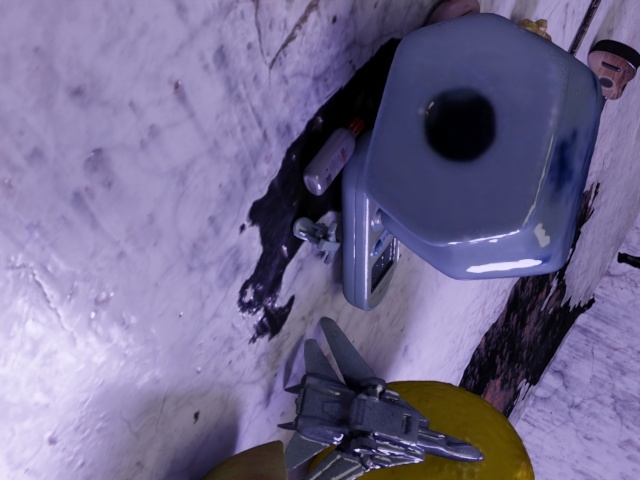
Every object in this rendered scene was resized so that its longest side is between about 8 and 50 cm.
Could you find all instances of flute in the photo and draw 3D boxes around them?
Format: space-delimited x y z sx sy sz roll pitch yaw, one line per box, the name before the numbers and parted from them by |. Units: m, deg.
flute | 0.403 -0.318 1.420 0.014 0.014 0.269 6 110 -65

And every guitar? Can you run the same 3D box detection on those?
guitar | 0.495 -0.250 1.623 0.038 0.084 0.271 -54 162 -22

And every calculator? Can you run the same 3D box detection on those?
calculator | 0.134 -0.203 0.974 0.103 0.024 0.165 -36 147 -46

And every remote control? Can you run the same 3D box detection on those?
remote control | 0.053 -0.018 0.981 0.087 0.047 0.244 -55 156 -37

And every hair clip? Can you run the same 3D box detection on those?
hair clip | 0.001 -0.001 0.922 0.030 0.039 0.115 -57 167 -6

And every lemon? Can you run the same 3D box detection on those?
lemon | 0.129 0.349 1.222 0.336 0.336 0.336 -46 152 -34

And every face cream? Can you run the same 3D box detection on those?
face cream | 0.014 -0.082 0.862 0.083 0.021 0.040 -53 155 -20

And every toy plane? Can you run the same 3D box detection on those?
toy plane | 0.087 0.215 1.038 0.088 0.267 0.212 144 -39 -61

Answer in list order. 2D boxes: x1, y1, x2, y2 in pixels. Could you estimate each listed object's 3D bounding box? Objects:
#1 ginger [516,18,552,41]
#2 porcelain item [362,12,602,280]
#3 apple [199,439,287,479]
ginger | 0.260 -0.191 1.215 0.176 0.053 0.193 -68 158 0
porcelain item | 0.171 -0.078 0.907 0.405 0.179 0.242 11 93 -72
apple | -0.103 0.327 0.938 0.193 0.120 0.264 -107 -150 -76
